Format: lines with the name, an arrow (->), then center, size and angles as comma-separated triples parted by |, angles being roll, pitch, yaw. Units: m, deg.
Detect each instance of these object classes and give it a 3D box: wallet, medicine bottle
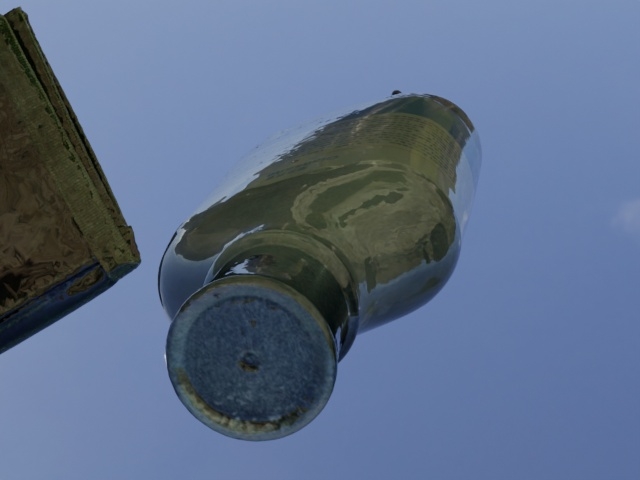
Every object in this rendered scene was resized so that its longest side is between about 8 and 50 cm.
wallet -> -0.224, 0.001, 0.793 | 0.160, 0.236, 0.055 | 62, -166, 8
medicine bottle -> 0.000, 0.000, 0.453 | 0.090, 0.054, 0.208 | -16, -167, 14
